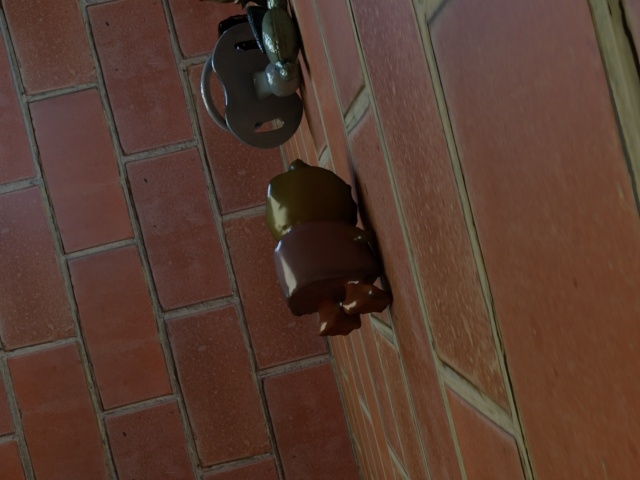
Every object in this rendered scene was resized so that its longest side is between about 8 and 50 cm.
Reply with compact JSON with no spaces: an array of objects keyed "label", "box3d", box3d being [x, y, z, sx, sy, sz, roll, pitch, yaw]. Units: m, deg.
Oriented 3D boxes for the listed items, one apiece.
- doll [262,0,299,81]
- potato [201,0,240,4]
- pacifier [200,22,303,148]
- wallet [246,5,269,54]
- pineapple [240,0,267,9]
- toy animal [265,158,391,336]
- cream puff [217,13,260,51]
[{"label":"doll","box3d":[-0.079,-0.397,1.737,0.103,0.071,0.214,85,174,-62]},{"label":"potato","box3d":[-0.154,-0.562,1.528,0.246,0.196,0.300,-47,-27,-65]},{"label":"pacifier","box3d":[-0.130,-0.351,1.952,0.225,0.238,0.287,-6,96,58]},{"label":"wallet","box3d":[-0.102,-0.446,1.850,0.026,0.088,0.129,-56,46,52]},{"label":"pineapple","box3d":[-0.153,-0.607,1.783,0.277,0.119,0.130,85,-175,-47]},{"label":"toy animal","box3d":[-0.004,-0.003,1.360,0.195,0.169,0.281,-38,49,38]},{"label":"cream puff","box3d":[-0.188,-0.493,2.370,0.239,0.164,0.239,168,90,-83]}]
